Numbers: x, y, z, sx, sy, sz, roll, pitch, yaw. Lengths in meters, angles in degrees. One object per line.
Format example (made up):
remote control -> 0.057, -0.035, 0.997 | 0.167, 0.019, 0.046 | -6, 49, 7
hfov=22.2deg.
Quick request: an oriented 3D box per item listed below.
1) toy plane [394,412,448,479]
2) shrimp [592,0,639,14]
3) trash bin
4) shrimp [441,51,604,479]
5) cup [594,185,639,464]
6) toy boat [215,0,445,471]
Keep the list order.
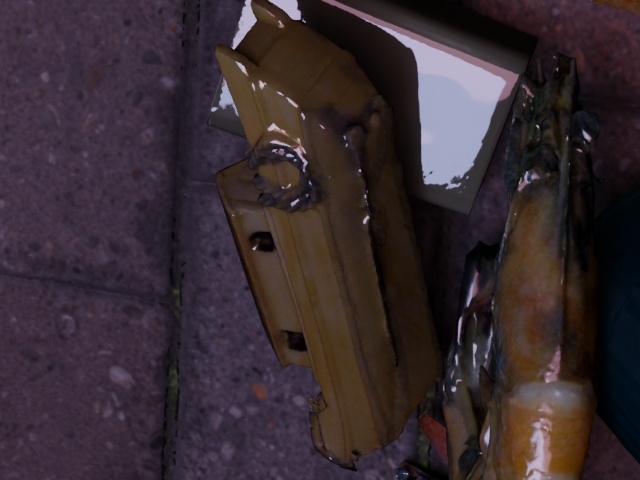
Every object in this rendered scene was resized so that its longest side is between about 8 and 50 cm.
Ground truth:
toy plane -> 0.156, 0.321, 1.517 | 0.223, 0.104, 0.326 | 17, 117, 38
shrimp -> 0.273, -0.240, 1.329 | 0.267, 0.061, 0.145 | 46, 111, 2
trash bin -> 0.046, -0.137, 1.399 | 0.240, 0.122, 0.164 | 23, 111, 5
shrimp -> 0.161, 0.068, 1.337 | 0.085, 0.272, 0.445 | 5, 93, -13
cup -> 0.350, 0.126, 1.273 | 0.242, 0.292, 0.308 | -26, 109, 0
toy boat -> 0.000, 0.000, 1.366 | 0.162, 0.136, 0.445 | 12, 137, 27
